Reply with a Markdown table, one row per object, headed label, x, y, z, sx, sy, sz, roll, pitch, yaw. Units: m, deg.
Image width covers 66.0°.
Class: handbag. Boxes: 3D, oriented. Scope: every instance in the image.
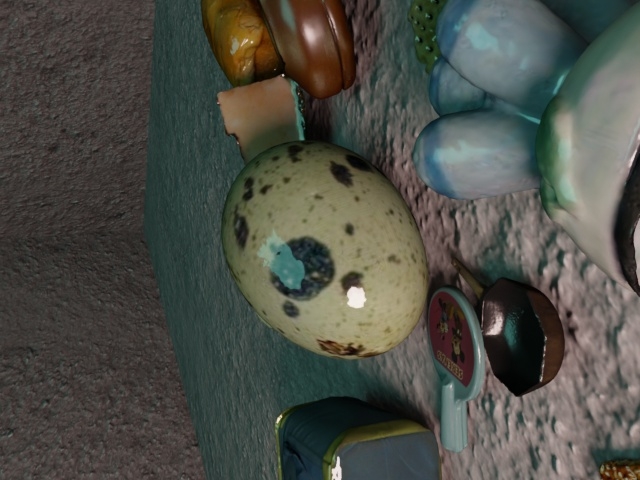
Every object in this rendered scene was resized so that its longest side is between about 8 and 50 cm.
| label | x | y | z | sx | sy | sz | roll | pitch | yaw |
| --- | --- | --- | --- | --- | --- | --- | --- | --- | --- |
| handbag | 0.057 | 0.401 | 0.808 | 0.241 | 0.222 | 0.263 | 170 | 95 | -67 |

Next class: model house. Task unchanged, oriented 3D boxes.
| label | x | y | z | sx | sy | sz | roll | pitch | yaw |
| --- | --- | --- | --- | --- | --- | --- | --- | --- | --- |
| model house | -0.094 | -0.230 | 1.021 | 0.172 | 0.166 | 0.183 | -52 | -50 | -78 |

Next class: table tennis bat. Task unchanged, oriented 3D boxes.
| label | x | y | z | sx | sy | sz | roll | pitch | yaw |
| --- | --- | --- | --- | --- | --- | --- | --- | --- | --- |
| table tennis bat | 0.188 | 0.182 | 0.690 | 0.153 | 0.040 | 0.244 | -133 | 39 | -74 |

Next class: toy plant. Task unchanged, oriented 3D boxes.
| label | x | y | z | sx | sy | sz | roll | pitch | yaw |
| --- | --- | --- | --- | --- | --- | --- | --- | --- | --- |
| toy plant | 0.210 | -0.119 | 0.426 | 0.332 | 0.247 | 0.247 | -132 | 44 | -53 |

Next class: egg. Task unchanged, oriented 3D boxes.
| label | x | y | z | sx | sy | sz | roll | pitch | yaw |
| --- | --- | --- | --- | --- | --- | --- | --- | --- | --- |
| egg | 0.002 | 0.008 | 0.753 | 0.379 | 0.287 | 0.288 | 55 | 140 | 45 |

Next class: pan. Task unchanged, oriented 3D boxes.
| label | x | y | z | sx | sy | sz | roll | pitch | yaw |
| --- | --- | --- | --- | --- | --- | --- | --- | --- | --- |
| pan | 0.230 | 0.078 | 0.590 | 0.128 | 0.048 | 0.202 | 108 | 156 | -56 |

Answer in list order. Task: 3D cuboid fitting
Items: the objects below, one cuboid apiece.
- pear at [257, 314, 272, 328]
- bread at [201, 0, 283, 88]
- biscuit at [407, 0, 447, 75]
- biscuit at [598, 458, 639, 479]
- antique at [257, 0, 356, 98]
| label | x | y | z | sx | sy | sz | roll | pitch | yaw |
| --- | --- | --- | --- | --- | --- | --- | --- | --- | --- |
| pear | -0.103 | 0.136 | 1.178 | 0.141 | 0.104 | 0.141 | 41 | 150 | 30 |
| bread | -0.194 | -0.503 | 1.169 | 0.344 | 0.148 | 0.195 | 64 | 145 | 33 |
| biscuit | 0.172 | -0.329 | 0.658 | 0.144 | 0.016 | 0.203 | 61 | 144 | 36 |
| biscuit | 0.349 | 0.320 | 0.444 | 0.131 | 0.025 | 0.231 | -44 | 57 | 57 |
| antique | -0.031 | -0.388 | 0.857 | 0.223 | 0.129 | 0.278 | -91 | -20 | -87 |
